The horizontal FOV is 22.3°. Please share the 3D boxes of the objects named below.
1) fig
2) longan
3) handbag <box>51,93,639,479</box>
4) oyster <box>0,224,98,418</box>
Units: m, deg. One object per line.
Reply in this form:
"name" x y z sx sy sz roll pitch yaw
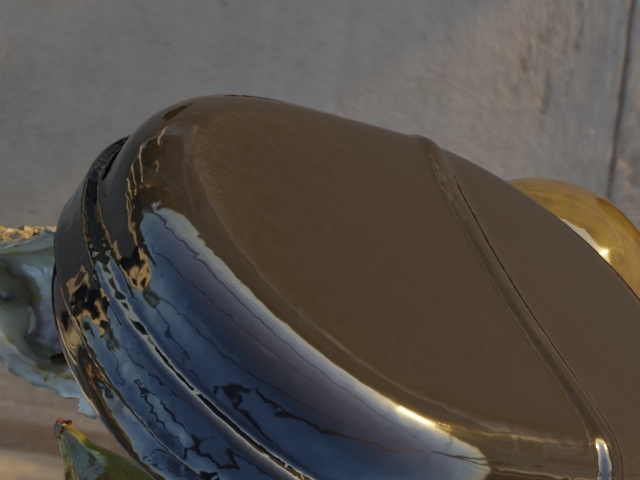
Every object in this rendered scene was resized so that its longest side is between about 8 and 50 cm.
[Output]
"fig" -0.147 0.227 1.342 0.133 0.127 0.185 -49 45 41
"longan" 0.171 0.043 1.309 0.196 0.220 0.196 -1 89 42
"handbag" 0.033 0.042 0.708 0.093 0.308 0.254 -56 43 26
"oyster" -0.211 0.038 1.213 0.233 0.107 0.161 9 112 17
